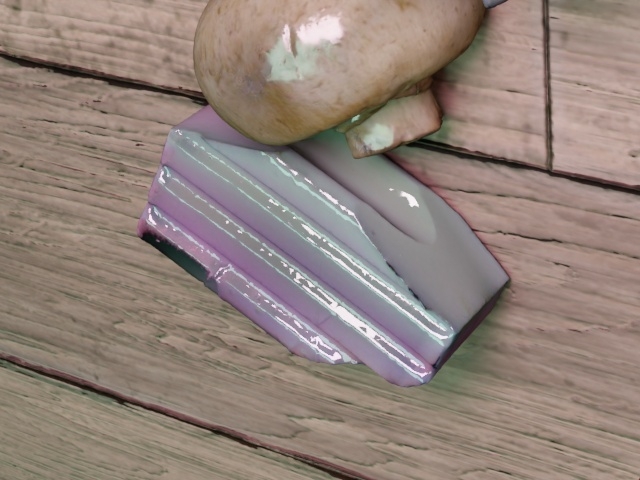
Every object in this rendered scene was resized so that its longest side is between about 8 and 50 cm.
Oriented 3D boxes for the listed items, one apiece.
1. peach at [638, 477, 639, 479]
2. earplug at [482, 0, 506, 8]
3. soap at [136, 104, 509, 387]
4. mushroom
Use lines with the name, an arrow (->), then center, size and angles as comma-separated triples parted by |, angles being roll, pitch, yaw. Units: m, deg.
peach -> 0.392, 0.297, 1.325 | 0.372, 0.290, 0.373 | 18, 128, 24
earplug -> 0.134, -0.345, 1.216 | 0.185, 0.185, 0.324 | -21, 95, 44
soap -> 0.000, 0.000, 1.572 | 0.324, 0.109, 0.193 | 37, 134, 15
mushroom -> 0.003, -0.149, 1.418 | 0.253, 0.189, 0.195 | -13, 106, 46
